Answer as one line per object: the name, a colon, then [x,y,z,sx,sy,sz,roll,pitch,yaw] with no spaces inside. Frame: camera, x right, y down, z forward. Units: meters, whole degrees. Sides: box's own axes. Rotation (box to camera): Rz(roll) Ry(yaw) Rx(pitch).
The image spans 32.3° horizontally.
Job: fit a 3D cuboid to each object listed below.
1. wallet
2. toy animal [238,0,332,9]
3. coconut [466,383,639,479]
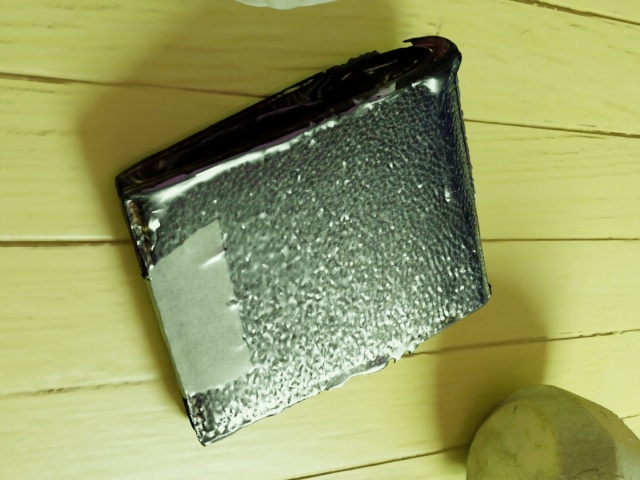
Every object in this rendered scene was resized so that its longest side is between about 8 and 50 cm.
wallet: [0.000,0.000,0.774,0.262,0.071,0.220,-27,127,-22]
toy animal: [0.001,-0.278,0.558,0.272,0.206,0.265,-41,133,-17]
coconut: [0.219,0.216,0.987,0.162,0.161,0.161,23,92,-36]
